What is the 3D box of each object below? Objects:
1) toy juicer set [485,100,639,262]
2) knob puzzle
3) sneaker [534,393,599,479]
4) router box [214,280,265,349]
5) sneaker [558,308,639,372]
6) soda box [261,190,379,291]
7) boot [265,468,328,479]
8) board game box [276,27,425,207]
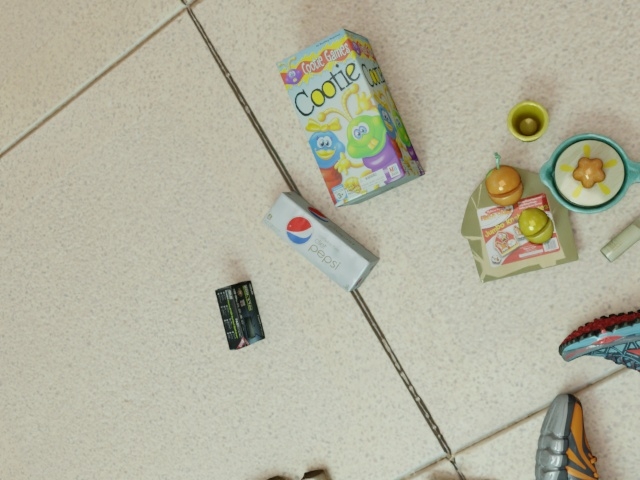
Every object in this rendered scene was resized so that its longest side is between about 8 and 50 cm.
[{"bbox_3d":[0.427,-0.077,1.517,0.329,0.089,0.209,29,92,14],"label":"toy juicer set"},{"bbox_3d":[0.340,-0.038,1.597,0.213,0.030,0.213,-1,85,15],"label":"knob puzzle"},{"bbox_3d":[0.462,0.426,1.559,0.180,0.124,0.320,5,89,3],"label":"sneaker"},{"bbox_3d":[-0.154,0.143,1.764,0.038,0.092,0.122,-14,90,20],"label":"router box"},{"bbox_3d":[0.528,0.182,1.510,0.262,0.104,0.125,-15,91,21],"label":"sneaker"},{"bbox_3d":[0.000,0.000,1.708,0.216,0.069,0.074,39,106,12],"label":"soda box"},{"bbox_3d":[-0.055,0.537,1.774,0.197,0.073,0.152,-15,93,23],"label":"boot"},{"bbox_3d":[0.055,-0.214,1.629,0.144,0.142,0.275,-24,86,20],"label":"board game box"}]
